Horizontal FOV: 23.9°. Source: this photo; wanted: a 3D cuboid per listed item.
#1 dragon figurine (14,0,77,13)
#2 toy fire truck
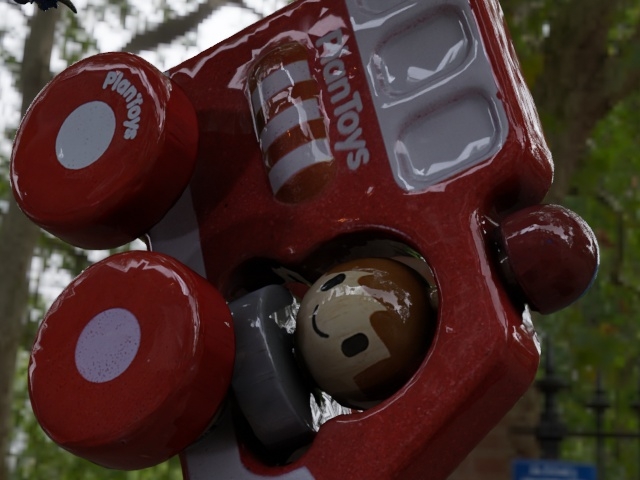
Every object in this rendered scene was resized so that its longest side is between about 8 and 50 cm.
[{"bbox_3d":[-0.121,-0.233,0.912,0.289,0.085,0.144,-17,-50,44],"label":"dragon figurine"},{"bbox_3d":[0.000,0.000,0.747,0.254,0.302,0.169,-28,-36,20],"label":"toy fire truck"}]
